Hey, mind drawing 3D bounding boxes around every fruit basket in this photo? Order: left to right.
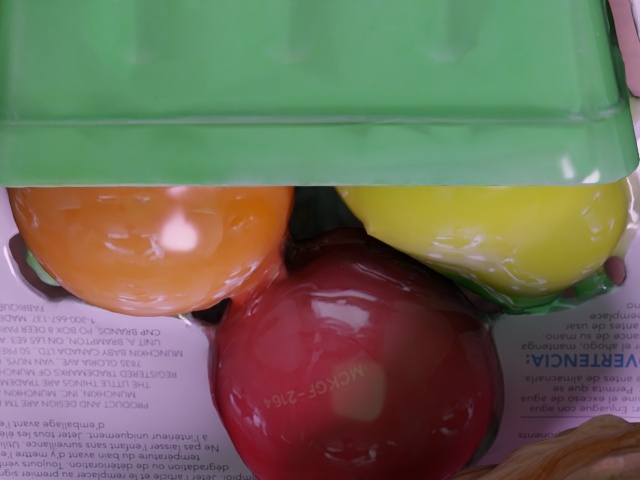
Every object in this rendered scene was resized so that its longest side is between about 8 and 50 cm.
[{"bbox_3d":[0.000,0.000,0.635,0.327,0.165,0.353,-1,123,7],"label":"fruit basket"}]

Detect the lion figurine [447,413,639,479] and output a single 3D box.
[{"bbox_3d":[0.048,0.221,0.646,0.240,0.392,0.142,-27,61,-18],"label":"lion figurine"}]
